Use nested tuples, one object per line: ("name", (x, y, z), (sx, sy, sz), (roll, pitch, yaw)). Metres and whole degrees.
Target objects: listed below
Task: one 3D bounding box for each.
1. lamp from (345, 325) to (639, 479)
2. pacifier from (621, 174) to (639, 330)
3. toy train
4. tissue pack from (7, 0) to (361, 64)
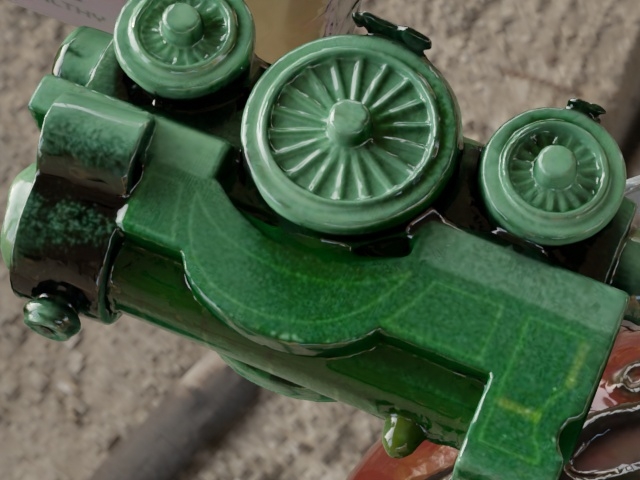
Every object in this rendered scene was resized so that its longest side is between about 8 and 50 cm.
("lamp", (0.133, 0.178, 0.667), (0.303, 0.257, 0.303), (-4, 50, 5))
("pacifier", (0.142, 0.023, 1.270), (0.279, 0.227, 0.207), (-47, 60, 12))
("toy train", (0.000, 0.000, 0.439), (0.178, 0.071, 0.104), (21, 70, 11))
("tissue pack", (-0.094, -0.165, 0.556), (0.257, 0.215, 0.123), (22, 64, 3))
